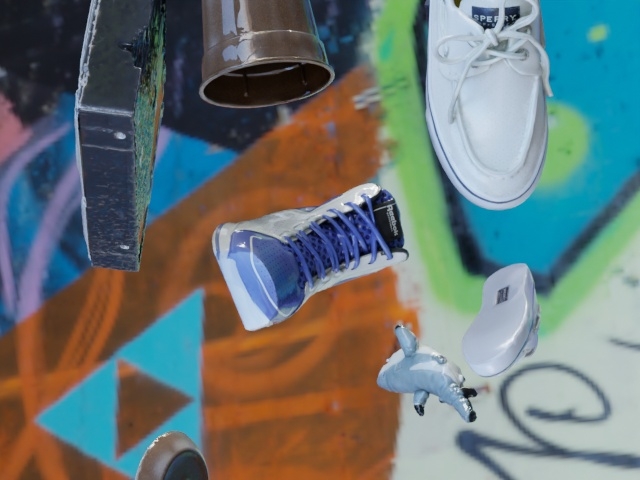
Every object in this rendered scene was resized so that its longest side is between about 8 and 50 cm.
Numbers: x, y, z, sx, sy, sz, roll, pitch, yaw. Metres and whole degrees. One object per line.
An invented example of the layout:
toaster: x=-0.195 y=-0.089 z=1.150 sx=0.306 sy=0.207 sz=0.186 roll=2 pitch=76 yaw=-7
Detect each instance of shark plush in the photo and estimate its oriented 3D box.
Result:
shark plush: x=0.119 y=0.154 z=1.414 sx=0.067 sy=0.161 sz=0.073 roll=-53 pitch=-47 yaw=-2

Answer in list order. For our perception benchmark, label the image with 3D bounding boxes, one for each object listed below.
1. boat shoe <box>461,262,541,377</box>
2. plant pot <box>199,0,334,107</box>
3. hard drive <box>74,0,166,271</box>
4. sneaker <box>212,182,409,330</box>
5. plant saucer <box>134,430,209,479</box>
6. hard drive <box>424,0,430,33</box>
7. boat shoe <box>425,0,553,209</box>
boat shoe: x=0.257 y=0.121 z=1.830 sx=0.084 sy=0.095 sz=0.258 roll=62 pitch=-151 yaw=-17
plant pot: x=-0.078 y=-0.267 z=1.687 sx=0.167 sy=0.167 sz=0.165 roll=16 pitch=-118 yaw=-64
hard drive: x=-0.205 y=-0.143 z=1.433 sx=0.339 sy=0.064 sz=0.236 roll=102 pitch=174 yaw=-63
sneaker: x=0.000 y=0.000 z=1.618 sx=0.127 sy=0.182 sz=0.315 roll=67 pitch=-164 yaw=-2
plant saucer: x=-0.238 y=0.416 z=2.275 sx=0.199 sy=0.036 sz=0.198 roll=-2 pitch=-87 yaw=-60
hard drive: x=0.242 y=-0.358 z=2.102 sx=0.254 sy=0.054 sz=0.172 roll=-47 pitch=-40 yaw=-37
boat shoe: x=0.182 y=-0.221 z=1.443 sx=0.156 sy=0.136 sz=0.367 roll=87 pitch=-177 yaw=-81
